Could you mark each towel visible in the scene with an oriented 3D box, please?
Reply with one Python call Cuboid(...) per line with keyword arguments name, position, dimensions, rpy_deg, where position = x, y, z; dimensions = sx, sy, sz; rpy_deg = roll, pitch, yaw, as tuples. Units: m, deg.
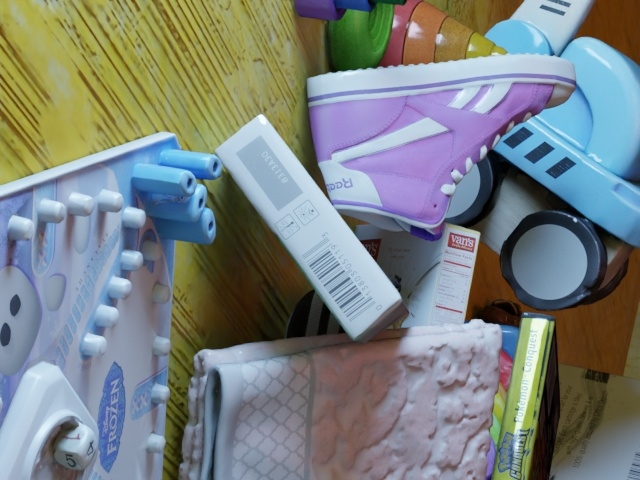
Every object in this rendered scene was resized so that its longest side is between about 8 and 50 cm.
Cuboid(name="towel", position=(0.016, 0.237, 1.383), dimensions=(0.317, 0.053, 0.331), rpy_deg=(-2, 105, -38))

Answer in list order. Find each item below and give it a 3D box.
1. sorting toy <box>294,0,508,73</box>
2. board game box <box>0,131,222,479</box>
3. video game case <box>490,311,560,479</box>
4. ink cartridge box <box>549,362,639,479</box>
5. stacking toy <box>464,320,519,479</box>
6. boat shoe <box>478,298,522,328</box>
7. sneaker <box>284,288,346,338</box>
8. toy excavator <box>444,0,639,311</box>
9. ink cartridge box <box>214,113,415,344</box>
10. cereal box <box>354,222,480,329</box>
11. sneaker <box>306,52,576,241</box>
Cuboid(name="sorting toy", position=(0.090, -0.199, 1.542), dimensions=(0.365, 0.126, 0.127), rpy_deg=(19, 81, -72))
Cuboid(name="board game box", position=(-0.169, 0.151, 1.065), dimensions=(0.390, 0.050, 0.390), rpy_deg=(-31, 128, -66))
Cuboid(name="video game case", position=(0.195, 0.236, 1.605), dimensions=(0.275, 0.035, 0.248), rpy_deg=(72, 29, -62))
Cuboid(name="ink cartridge box", position=(0.341, 0.304, 2.100), dimensions=(0.285, 0.395, 0.166), rpy_deg=(-52, 148, -55))
Cuboid(name="stacking toy", position=(0.127, 0.201, 1.666), dimensions=(0.302, 0.175, 0.165), rpy_deg=(-70, 164, -72))
Cuboid(name="boat shoe", position=(0.256, 0.111, 2.268), dimensions=(0.178, 0.064, 0.060), rpy_deg=(-4, 105, -68))
Cuboid(name="sneaker", position=(0.002, 0.178, 1.508), dimensions=(0.162, 0.106, 0.281), rpy_deg=(-1, 107, -83))
Cuboid(name="toy excavator", position=(0.255, -0.202, 1.814), dimensions=(0.445, 0.433, 0.222), rpy_deg=(-55, 164, 11))
Cuboid(name="ink cartridge box", position=(0.000, 0.000, 1.338), dimensions=(0.056, 0.181, 0.224), rpy_deg=(-37, 172, -1))
Cuboid(name="cereal box", position=(0.069, 0.103, 1.584), dimensions=(0.047, 0.173, 0.240), rpy_deg=(13, 83, -27))
Cuboid(name="sneaker", position=(0.119, -0.084, 1.517), dimensions=(0.282, 0.102, 0.161), rpy_deg=(-10, 91, -27))
